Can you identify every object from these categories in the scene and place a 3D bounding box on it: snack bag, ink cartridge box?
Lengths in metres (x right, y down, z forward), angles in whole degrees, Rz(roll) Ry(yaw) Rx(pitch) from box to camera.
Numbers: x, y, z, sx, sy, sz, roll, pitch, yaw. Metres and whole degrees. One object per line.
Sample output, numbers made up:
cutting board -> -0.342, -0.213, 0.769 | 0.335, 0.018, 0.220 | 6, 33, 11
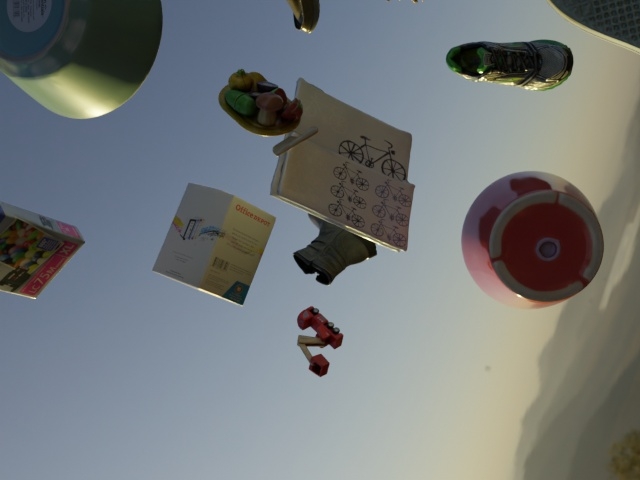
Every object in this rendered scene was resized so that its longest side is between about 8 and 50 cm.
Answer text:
snack bag -> 0.066, -0.169, 1.901 | 0.037, 0.323, 0.342 | -44, 29, 50
ink cartridge box -> -0.250, 0.008, 2.085 | 0.171, 0.168, 0.232 | 30, -101, -51
ink cartridge box -> -0.664, 0.014, 1.817 | 0.186, 0.065, 0.311 | -46, -34, 12

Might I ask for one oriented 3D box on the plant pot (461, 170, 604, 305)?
plant pot -> 0.399, 0.006, 1.614 | 0.243, 0.275, 0.274 | -28, -45, -83

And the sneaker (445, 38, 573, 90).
sneaker -> 0.490, -0.457, 2.295 | 0.146, 0.344, 0.134 | -15, -73, -56

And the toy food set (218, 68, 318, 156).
toy food set -> -0.101, -0.264, 1.647 | 0.128, 0.218, 0.071 | -28, -34, -31

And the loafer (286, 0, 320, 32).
loafer -> -0.064, -0.568, 1.911 | 0.088, 0.094, 0.251 | -20, -53, -12

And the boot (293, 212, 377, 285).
boot -> 0.000, 0.000, 2.007 | 0.161, 0.246, 0.083 | -28, -50, -22

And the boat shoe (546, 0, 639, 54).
boat shoe -> 0.579, -0.436, 1.589 | 0.156, 0.500, 0.186 | -21, -34, -58

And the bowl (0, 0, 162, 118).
bowl -> -0.435, -0.363, 1.438 | 0.163, 0.312, 0.311 | -2, -71, -67

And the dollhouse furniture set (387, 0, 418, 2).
dollhouse furniture set -> 0.186, -0.570, 2.031 | 0.182, 0.101, 0.160 | 36, -147, -48

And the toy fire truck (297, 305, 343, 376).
toy fire truck -> -0.014, 0.267, 2.355 | 0.135, 0.192, 0.047 | -25, -38, -35
